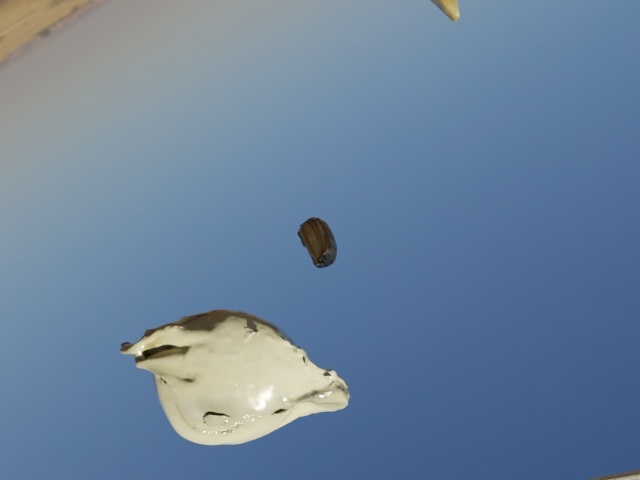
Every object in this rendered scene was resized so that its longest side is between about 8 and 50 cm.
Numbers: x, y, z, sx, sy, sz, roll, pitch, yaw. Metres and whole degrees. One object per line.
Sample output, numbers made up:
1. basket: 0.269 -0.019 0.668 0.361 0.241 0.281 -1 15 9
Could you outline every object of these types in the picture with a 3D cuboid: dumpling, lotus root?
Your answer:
1. dumpling: -0.093 0.157 0.924 0.172 0.247 0.142 96 9 -69
2. lotus root: 0.001 0.001 1.023 0.037 0.030 0.083 -50 -145 17

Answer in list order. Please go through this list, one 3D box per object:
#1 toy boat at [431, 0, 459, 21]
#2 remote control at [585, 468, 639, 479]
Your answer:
1. toy boat: -0.017 -0.161 0.366 0.072 0.206 0.064 -66 -168 -19
2. remote control: 0.377 0.211 0.687 0.313 0.109 0.055 -23 -179 34
